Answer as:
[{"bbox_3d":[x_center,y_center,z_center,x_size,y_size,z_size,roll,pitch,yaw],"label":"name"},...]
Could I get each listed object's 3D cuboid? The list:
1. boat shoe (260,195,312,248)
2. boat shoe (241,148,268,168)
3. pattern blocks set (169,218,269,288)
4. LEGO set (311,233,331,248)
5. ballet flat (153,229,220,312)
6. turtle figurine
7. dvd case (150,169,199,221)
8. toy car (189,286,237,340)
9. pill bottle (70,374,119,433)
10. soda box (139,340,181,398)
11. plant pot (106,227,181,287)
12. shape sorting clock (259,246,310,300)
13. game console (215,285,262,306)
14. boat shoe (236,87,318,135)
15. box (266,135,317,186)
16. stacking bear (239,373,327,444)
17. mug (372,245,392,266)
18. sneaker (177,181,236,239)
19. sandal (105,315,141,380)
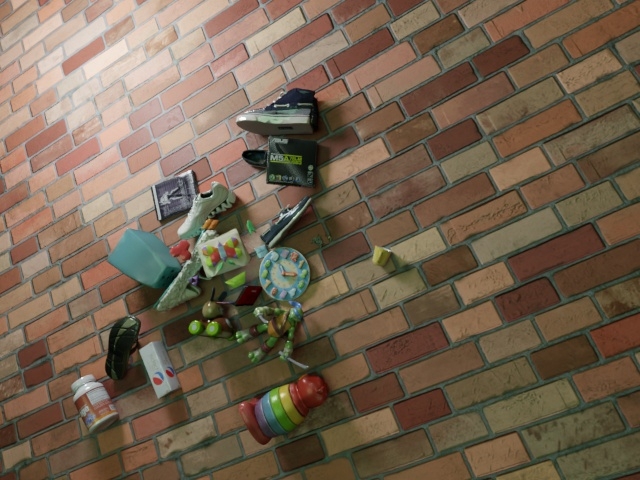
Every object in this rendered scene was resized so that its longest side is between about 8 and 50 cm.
[{"bbox_3d":[-0.133,-0.082,1.573,0.079,0.095,0.254,44,105,7],"label":"boat shoe"},{"bbox_3d":[-0.213,-0.331,1.638,0.228,0.076,0.080,13,87,18],"label":"boat shoe"},{"bbox_3d":[-0.379,0.051,1.579,0.324,0.026,0.286,-35,88,-14],"label":"pattern blocks set"},{"bbox_3d":[0.000,-0.003,1.552,0.083,0.023,0.054,-34,74,11],"label":"LEGO set"},{"bbox_3d":[-0.513,0.144,1.644,0.147,0.147,0.409,35,94,19],"label":"ballet flat"},{"bbox_3d":[-0.189,0.343,1.454,0.266,0.197,0.275,-37,30,27],"label":"turtle figurine"},{"bbox_3d":[-0.634,-0.195,1.784,0.221,0.018,0.165,-19,78,13],"label":"dvd case"},{"bbox_3d":[-0.400,0.282,1.583,0.148,0.155,0.189,0,70,17],"label":"toy car"},{"bbox_3d":[-0.948,0.678,1.706,0.121,0.121,0.216,-43,72,8],"label":"pill bottle"},{"bbox_3d":[-0.652,0.522,1.661,0.073,0.069,0.216,-33,75,11],"label":"soda box"},{"bbox_3d":[-0.709,0.089,1.694,0.234,0.165,0.166,34,93,16],"label":"plant pot"},{"bbox_3d":[-0.139,0.128,1.562,0.205,0.040,0.207,-1,85,13],"label":"shape sorting clock"},{"bbox_3d":[-0.308,0.208,1.556,0.085,0.144,0.124,32,93,18],"label":"game console"},{"bbox_3d":[-0.165,-0.519,1.638,0.339,0.127,0.158,5,77,10],"label":"boat shoe"},{"bbox_3d":[-0.111,-0.303,1.584,0.190,0.045,0.185,5,85,-7],"label":"box"},{"bbox_3d":[-0.109,0.575,1.443,0.288,0.175,0.164,-31,72,3],"label":"stacking bear"},{"bbox_3d":[0.210,0.057,1.455,0.062,0.078,0.064,27,101,45],"label":"mug"},{"bbox_3d":[-0.485,-0.124,1.663,0.292,0.118,0.110,-42,45,6],"label":"sneaker"},{"bbox_3d":[-0.829,0.446,1.726,0.120,0.086,0.303,27,106,14],"label":"sandal"}]
